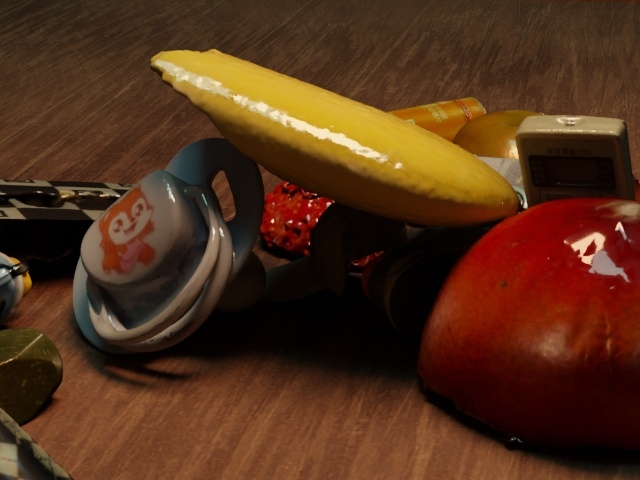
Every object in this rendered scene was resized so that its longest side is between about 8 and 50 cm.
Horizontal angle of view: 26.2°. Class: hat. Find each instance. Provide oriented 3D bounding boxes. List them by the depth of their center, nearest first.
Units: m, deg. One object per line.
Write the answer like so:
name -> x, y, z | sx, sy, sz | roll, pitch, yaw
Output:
hat -> 0.000, 0.000, 1.716 | 0.173, 0.144, 0.166 | 7, 24, 30

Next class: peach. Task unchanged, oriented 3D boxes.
peach -> 0.256, 0.100, 1.433 | 0.338, 0.281, 0.281 | -28, 4, 34
peach -> 0.309, -0.104, 1.976 | 0.251, 0.153, 0.251 | 10, 20, -4

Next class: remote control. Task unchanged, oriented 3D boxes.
remote control -> 0.295, -0.009, 1.535 | 0.123, 0.285, 0.038 | 6, 37, 28

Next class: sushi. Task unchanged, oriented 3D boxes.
sushi -> -0.385, -0.010, 1.868 | 0.373, 0.100, 0.296 | 1, 12, -26

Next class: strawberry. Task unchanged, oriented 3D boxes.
strawberry -> 0.025, -0.045, 1.882 | 0.190, 0.111, 0.236 | -15, 26, -36

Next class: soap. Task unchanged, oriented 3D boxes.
soap -> 0.022, -0.104, 1.556 | 0.427, 0.115, 0.306 | 22, 4, 15

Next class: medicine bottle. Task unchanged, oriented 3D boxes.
medicine bottle -> 0.167, -0.170, 2.213 | 0.192, 0.096, 0.096 | -13, 24, -26

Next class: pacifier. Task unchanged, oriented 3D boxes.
pacifier -> -0.149, 0.031, 1.627 | 0.233, 0.299, 0.244 | 27, 32, -49

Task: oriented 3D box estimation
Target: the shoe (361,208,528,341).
shoe -> 0.193, 0.029, 1.688 | 0.336, 0.132, 0.171 | -16, 16, -26

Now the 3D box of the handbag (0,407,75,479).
handbag -> -0.387, 0.260, 1.079 | 0.317, 0.180, 0.416 | 26, 29, 35

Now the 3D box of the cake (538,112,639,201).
cake -> 0.328, -0.037, 1.606 | 0.135, 0.287, 0.098 | -40, 29, -25

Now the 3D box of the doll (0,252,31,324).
doll -> -0.427, 0.085, 1.548 | 0.177, 0.141, 0.314 | -29, 3, 16

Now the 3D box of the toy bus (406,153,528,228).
toy bus -> 0.221, -0.055, 1.825 | 0.262, 0.091, 0.109 | 7, 61, 34

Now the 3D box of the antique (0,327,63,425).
antique -> -0.366, 0.159, 1.424 | 0.080, 0.081, 0.221 | 18, 29, 39
